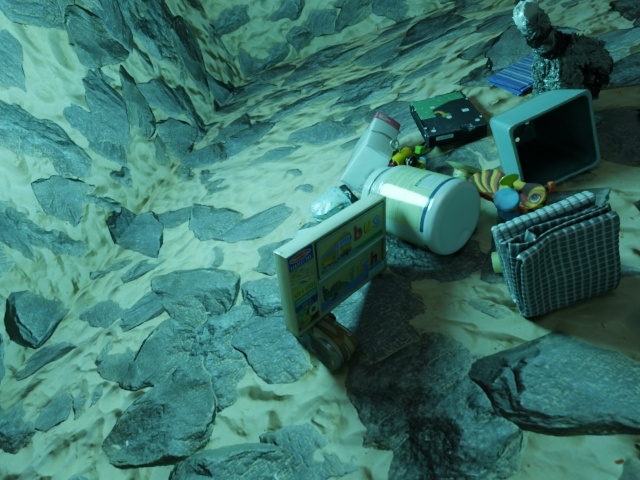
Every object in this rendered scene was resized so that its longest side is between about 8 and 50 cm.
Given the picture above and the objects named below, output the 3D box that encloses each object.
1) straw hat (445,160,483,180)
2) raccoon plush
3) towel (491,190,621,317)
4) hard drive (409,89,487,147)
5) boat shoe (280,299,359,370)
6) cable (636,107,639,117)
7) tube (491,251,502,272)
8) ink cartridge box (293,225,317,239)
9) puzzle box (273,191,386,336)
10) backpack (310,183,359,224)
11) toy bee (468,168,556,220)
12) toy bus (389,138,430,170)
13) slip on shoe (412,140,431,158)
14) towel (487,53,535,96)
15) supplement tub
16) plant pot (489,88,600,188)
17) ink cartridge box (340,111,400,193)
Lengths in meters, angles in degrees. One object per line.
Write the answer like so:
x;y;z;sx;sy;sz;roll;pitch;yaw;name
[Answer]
0.505;-0.234;1.479;0.144;0.145;0.061;28;104;48;straw hat
0.770;-0.610;1.426;0.216;0.446;0.299;-37;13;-1;raccoon plush
0.553;0.048;0.965;0.235;0.283;0.121;-22;40;13;towel
0.524;-0.513;1.742;0.237;0.064;0.339;-11;42;5;hard drive
-0.008;0.258;1.249;0.116;0.123;0.324;-26;39;-25;boat shoe
1.087;-0.400;1.298;0.151;0.047;0.184;-5;46;29;cable
0.589;0.044;1.112;0.240;0.070;0.062;-9;59;28;tube
0.000;0.000;1.555;0.209;0.062;0.109;-11;41;22;ink cartridge box
0.050;0.058;1.194;0.052;0.272;0.409;24;43;39;puzzle box
0.052;-0.131;1.625;0.182;0.115;0.152;-34;41;0;backpack
0.596;-0.126;1.228;0.162;0.195;0.298;-43;76;8;toy bee
0.335;-0.253;1.517;0.104;0.202;0.190;33;114;48;toy bus
0.392;-0.363;1.714;0.135;0.041;0.051;-30;38;1;slip on shoe
0.928;-0.735;1.786;0.336;0.040;0.243;-27;37;1;towel
0.311;-0.110;1.334;0.235;0.235;0.325;-44;40;-16;supplement tub
0.688;-0.338;1.345;0.248;0.247;0.252;-26;28;7;plant pot
0.203;-0.353;1.665;0.207;0.117;0.283;-53;10;43;ink cartridge box
